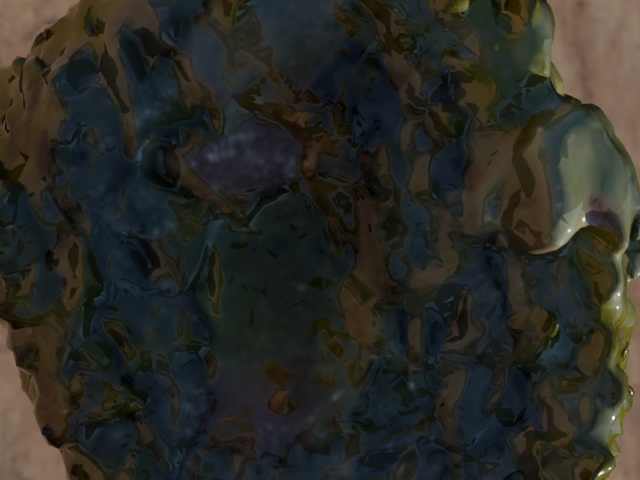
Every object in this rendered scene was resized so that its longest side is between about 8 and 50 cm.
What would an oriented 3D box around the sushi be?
[{"bbox_3d":[0.000,0.000,1.103,0.240,0.351,0.396,-65,135,-82],"label":"sushi"}]
